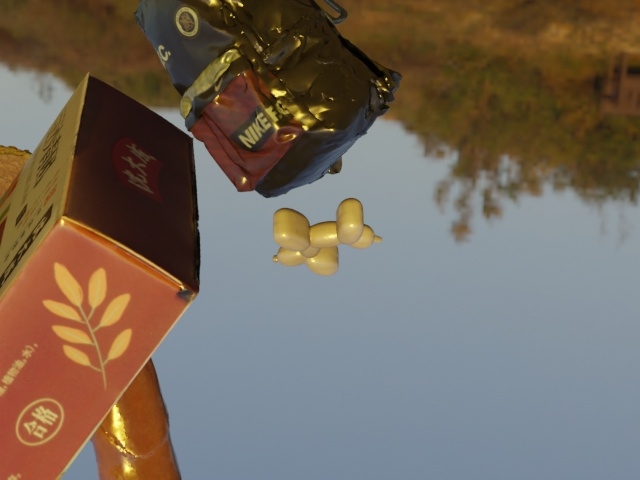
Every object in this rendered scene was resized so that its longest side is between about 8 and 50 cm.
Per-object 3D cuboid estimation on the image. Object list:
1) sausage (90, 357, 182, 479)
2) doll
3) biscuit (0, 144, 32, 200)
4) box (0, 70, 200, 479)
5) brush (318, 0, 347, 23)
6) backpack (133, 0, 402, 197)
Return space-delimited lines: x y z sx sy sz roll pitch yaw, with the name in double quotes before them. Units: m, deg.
"sausage" -0.155 0.287 1.331 0.088 0.433 0.088 -15 -178 1
"doll" 0.000 0.000 1.897 0.161 0.059 0.160 -9 155 13
"biscuit" -0.457 -0.080 1.774 0.231 0.131 0.025 6 -129 13
"box" -0.259 0.088 1.169 0.122 0.385 0.344 32 -163 -18
"brush" -0.074 -0.346 1.688 0.266 0.062 0.027 40 163 7
"backpack" -0.044 -0.109 0.864 0.165 0.120 0.106 46 -125 4
